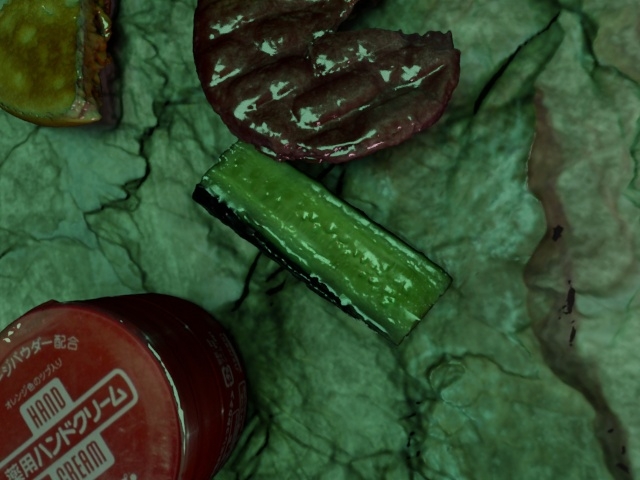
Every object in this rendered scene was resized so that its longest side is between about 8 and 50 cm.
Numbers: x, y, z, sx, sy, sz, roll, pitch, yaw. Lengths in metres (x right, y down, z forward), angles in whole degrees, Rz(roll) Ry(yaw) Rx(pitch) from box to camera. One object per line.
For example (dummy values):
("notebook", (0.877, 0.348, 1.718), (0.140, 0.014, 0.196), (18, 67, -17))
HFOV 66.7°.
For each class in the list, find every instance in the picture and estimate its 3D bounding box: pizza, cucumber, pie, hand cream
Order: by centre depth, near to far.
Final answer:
("pie", (0.000, -0.162, 0.393), (0.205, 0.054, 0.218), (-11, 77, 0))
("hand cream", (-0.165, 0.138, 0.398), (0.193, 0.125, 0.193), (-1, 86, 12))
("cucumber", (-0.001, 0.002, 0.405), (0.211, 0.062, 0.078), (37, 73, 7))
("pizza", (-0.247, -0.201, 0.471), (0.201, 0.053, 0.193), (36, 96, 24))
